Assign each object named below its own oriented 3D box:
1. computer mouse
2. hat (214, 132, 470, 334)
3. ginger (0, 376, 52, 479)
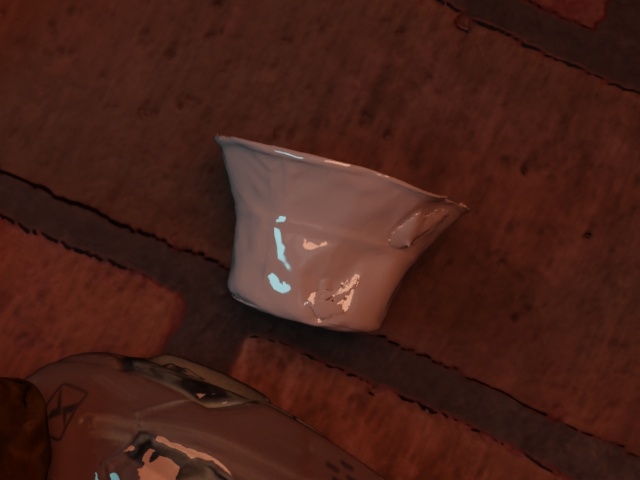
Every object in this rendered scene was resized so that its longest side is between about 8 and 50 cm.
[{"bbox_3d":[-0.059,0.206,1.340,0.389,0.115,0.199,28,76,-1],"label":"computer mouse"},{"bbox_3d":[0.000,0.000,1.386,0.203,0.203,0.126,18,92,-5],"label":"hat"},{"bbox_3d":[-0.350,0.139,1.278,0.321,0.165,0.172,18,90,5],"label":"ginger"}]
